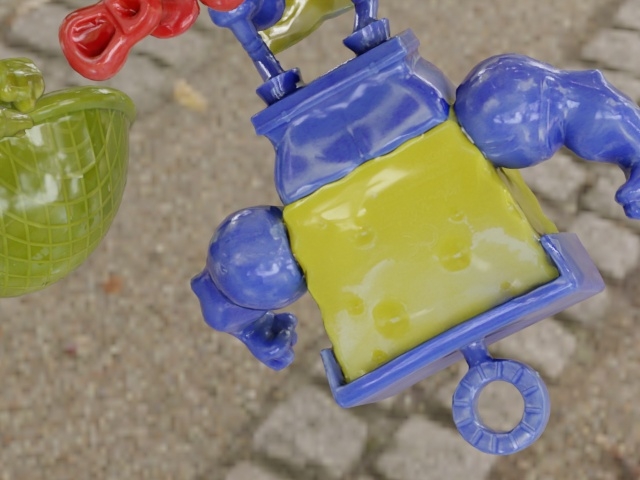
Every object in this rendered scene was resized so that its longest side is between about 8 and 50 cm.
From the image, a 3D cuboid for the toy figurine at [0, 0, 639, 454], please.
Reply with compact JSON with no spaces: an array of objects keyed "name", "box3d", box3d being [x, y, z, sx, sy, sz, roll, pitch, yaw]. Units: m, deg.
[{"name":"toy figurine","box3d":[0.000,0.000,0.728,0.362,0.217,0.191,-29,-1,13]}]
